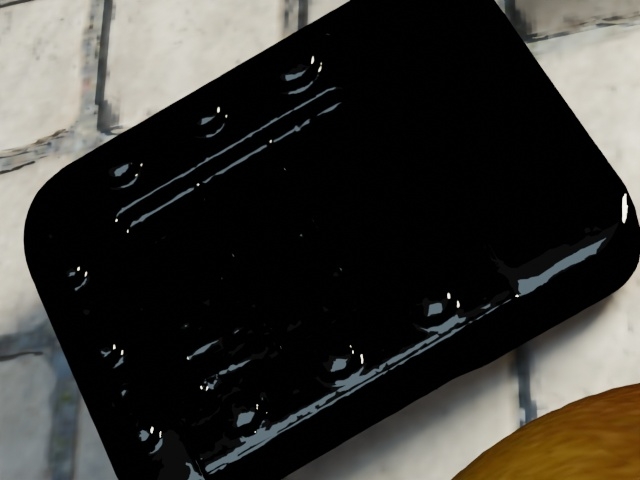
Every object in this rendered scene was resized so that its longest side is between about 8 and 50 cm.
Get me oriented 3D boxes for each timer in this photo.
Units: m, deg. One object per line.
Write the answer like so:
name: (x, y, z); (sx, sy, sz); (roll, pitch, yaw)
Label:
timer: (0.000, 0.000, 0.653); (0.187, 0.055, 0.144); (-30, 55, 1)

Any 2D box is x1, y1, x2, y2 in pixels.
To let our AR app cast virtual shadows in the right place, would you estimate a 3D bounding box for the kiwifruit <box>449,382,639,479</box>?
kiwifruit: (0.105, 0.122, 0.419); (0.234, 0.196, 0.196); (11, 58, -18)
